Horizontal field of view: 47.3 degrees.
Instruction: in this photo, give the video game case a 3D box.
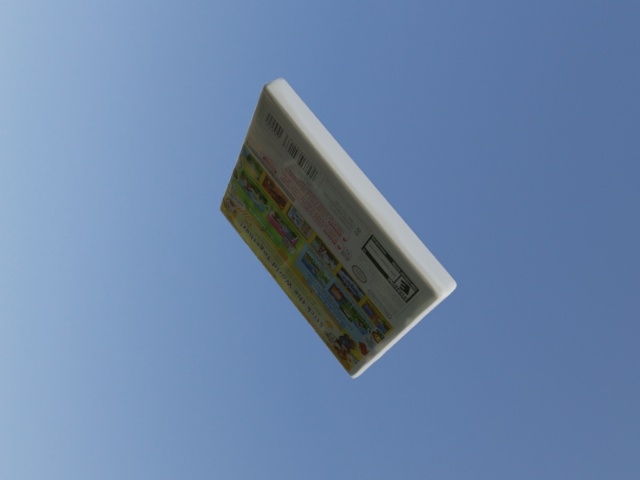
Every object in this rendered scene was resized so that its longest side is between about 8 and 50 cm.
[{"bbox_3d":[0.000,0.000,0.663,0.227,0.026,0.206,51,-31,11],"label":"video game case"}]
